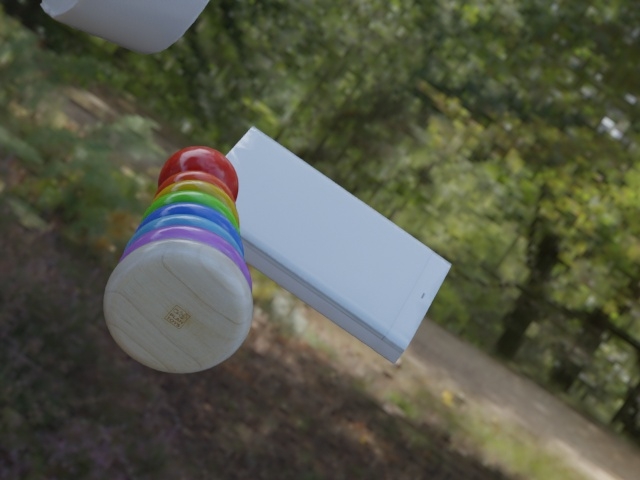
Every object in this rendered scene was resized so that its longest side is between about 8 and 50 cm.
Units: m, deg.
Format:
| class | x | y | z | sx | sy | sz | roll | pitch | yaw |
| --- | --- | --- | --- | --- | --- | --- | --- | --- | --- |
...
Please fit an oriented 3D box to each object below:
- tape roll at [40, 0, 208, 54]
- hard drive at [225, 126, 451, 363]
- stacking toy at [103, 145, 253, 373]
| class | x | y | z | sx | sy | sz | roll | pitch | yaw |
| --- | --- | --- | --- | --- | --- | --- | --- | --- | --- |
| tape roll | -0.155 | -0.317 | 1.326 | 0.100 | 0.286 | 0.286 | 19 | 10 | -28 |
| hard drive | 0.000 | 0.000 | 1.762 | 0.307 | 0.040 | 0.203 | 35 | 36 | 0 |
| stacking toy | -0.130 | -0.002 | 1.489 | 0.141 | 0.141 | 0.330 | 34 | 22 | -15 |
